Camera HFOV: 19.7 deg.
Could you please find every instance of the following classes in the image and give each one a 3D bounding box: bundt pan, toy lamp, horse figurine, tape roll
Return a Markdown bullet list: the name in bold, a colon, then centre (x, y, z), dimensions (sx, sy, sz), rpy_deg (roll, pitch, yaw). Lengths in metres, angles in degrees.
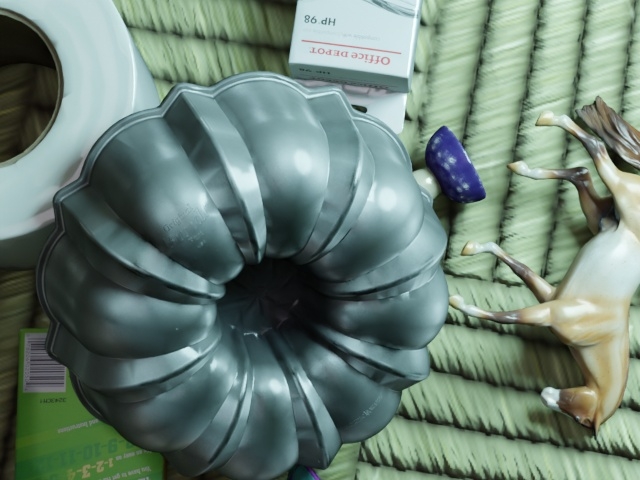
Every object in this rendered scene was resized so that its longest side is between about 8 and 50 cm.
- **bundt pan**: centre (-0.044, 0.046, 1.406), dimensions (0.331, 0.124, 0.331), rpy_deg (-7, 113, -17)
- **toy lamp**: centre (0.000, 0.000, 1.517), dimensions (0.274, 0.080, 0.080), rpy_deg (-31, 81, -3)
- **horse figurine**: centre (0.215, 0.007, 1.509), dimensions (0.174, 0.066, 0.263), rpy_deg (29, 77, -5)
- **tape roll**: centre (-0.258, -0.105, 1.499), dimensions (0.246, 0.169, 0.246), rpy_deg (0, 80, 2)

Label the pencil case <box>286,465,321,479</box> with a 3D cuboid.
- **pencil case**: centre (-0.050, 0.249, 1.487), dimensions (0.151, 0.064, 0.070), rpy_deg (-41, 43, -3)

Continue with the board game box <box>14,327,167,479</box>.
- **board game box**: centre (-0.188, 0.201, 1.508), dimensions (0.124, 0.039, 0.259), rpy_deg (-1, 74, 3)

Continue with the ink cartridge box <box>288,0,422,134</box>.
- **ink cartridge box**: centre (0.032, -0.187, 1.553), dimensions (0.104, 0.060, 0.180), rpy_deg (7, 81, 3)
